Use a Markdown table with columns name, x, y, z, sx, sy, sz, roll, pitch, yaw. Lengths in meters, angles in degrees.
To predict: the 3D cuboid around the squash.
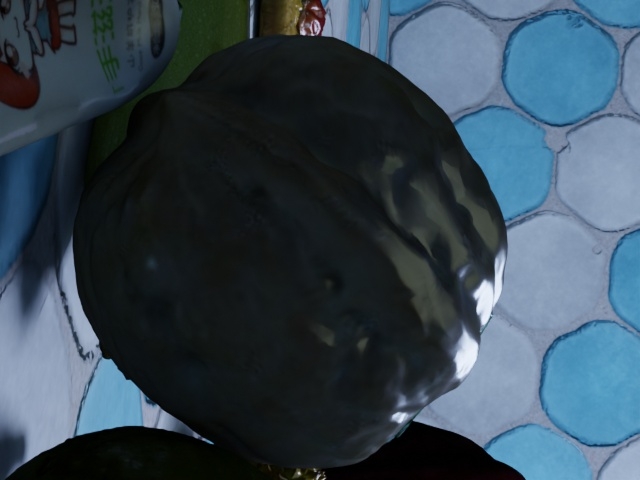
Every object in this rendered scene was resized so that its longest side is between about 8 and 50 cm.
| name | x | y | z | sx | sy | sz | roll | pitch | yaw |
| --- | --- | --- | --- | --- | --- | --- | --- | --- | --- |
| squash | -0.091 | -0.068 | 0.998 | 0.094 | 0.094 | 0.341 | 83 | 10 | -62 |

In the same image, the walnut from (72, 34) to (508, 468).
| name | x | y | z | sx | sy | sz | roll | pitch | yaw |
| --- | --- | --- | --- | --- | --- | --- | --- | --- | --- |
| walnut | -0.017 | 0.003 | 0.848 | 0.224 | 0.224 | 0.224 | 4 | 90 | -84 |

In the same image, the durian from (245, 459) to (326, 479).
| name | x | y | z | sx | sy | sz | roll | pitch | yaw |
| --- | --- | --- | --- | --- | --- | --- | --- | --- | --- |
| durian | -0.051 | 0.233 | 1.376 | 0.158 | 0.137 | 0.168 | 124 | -14 | -58 |

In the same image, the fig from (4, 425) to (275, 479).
| name | x | y | z | sx | sy | sz | roll | pitch | yaw |
| --- | --- | --- | --- | --- | --- | --- | --- | --- | --- |
| fig | -0.083 | 0.162 | 0.812 | 0.245 | 0.195 | 0.195 | -105 | -167 | -57 |

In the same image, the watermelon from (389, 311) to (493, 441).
| name | x | y | z | sx | sy | sz | roll | pitch | yaw |
| --- | --- | --- | --- | --- | --- | --- | --- | --- | --- |
| watermelon | 0.011 | 0.001 | 1.345 | 0.264 | 0.151 | 0.302 | 27 | 50 | -42 |

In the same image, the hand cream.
| name | x | y | z | sx | sy | sz | roll | pitch | yaw |
| --- | --- | --- | --- | --- | --- | --- | --- | --- | --- |
| hand cream | -0.135 | -0.091 | 0.730 | 0.336 | 0.076 | 0.121 | -34 | 127 | -74 |

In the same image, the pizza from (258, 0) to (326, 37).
| name | x | y | z | sx | sy | sz | roll | pitch | yaw |
| --- | --- | --- | --- | --- | --- | --- | --- | --- | --- |
| pizza | -0.022 | -0.221 | 1.664 | 0.199 | 0.062 | 0.188 | -40 | 136 | -83 |

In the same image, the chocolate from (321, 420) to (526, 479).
| name | x | y | z | sx | sy | sz | roll | pitch | yaw |
| --- | --- | --- | --- | --- | --- | --- | --- | --- | --- |
| chocolate | 0.055 | 0.349 | 1.646 | 0.383 | 0.383 | 0.331 | -45 | 123 | -81 |
